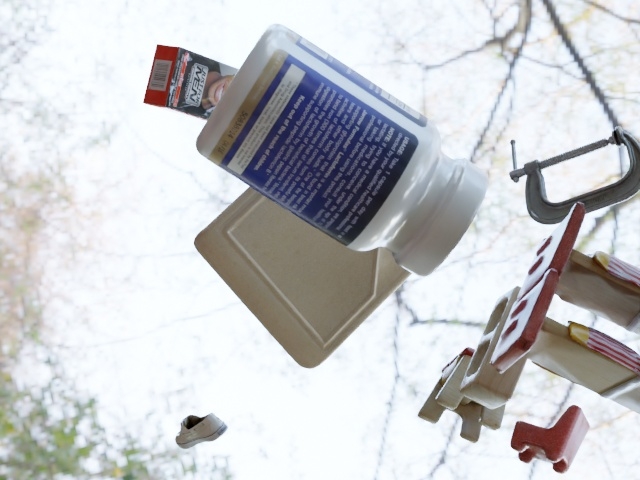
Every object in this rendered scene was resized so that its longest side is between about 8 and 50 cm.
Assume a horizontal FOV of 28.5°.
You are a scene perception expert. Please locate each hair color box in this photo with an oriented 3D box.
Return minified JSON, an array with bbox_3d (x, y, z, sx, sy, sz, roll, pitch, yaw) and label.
[{"bbox_3d":[-0.131,-0.172,1.442,0.043,0.141,0.072,14,-89,41],"label":"hair color box"}]

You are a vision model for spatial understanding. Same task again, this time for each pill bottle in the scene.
[{"bbox_3d":[0.024,-0.084,1.241,0.265,0.153,0.153,32,-49,-6],"label":"pill bottle"}]

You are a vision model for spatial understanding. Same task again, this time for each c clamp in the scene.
[{"bbox_3d":[0.278,-0.081,1.376,0.161,0.022,0.137,-15,-131,28],"label":"c clamp"}]

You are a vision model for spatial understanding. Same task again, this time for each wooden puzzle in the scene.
[{"bbox_3d":[0.000,0.000,1.503,0.221,0.239,0.044,50,-9,-17],"label":"wooden puzzle"}]

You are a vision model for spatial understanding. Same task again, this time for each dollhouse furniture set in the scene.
[{"bbox_3d":[0.262,0.126,1.305,0.201,0.152,0.374,27,-21,-1],"label":"dollhouse furniture set"}]

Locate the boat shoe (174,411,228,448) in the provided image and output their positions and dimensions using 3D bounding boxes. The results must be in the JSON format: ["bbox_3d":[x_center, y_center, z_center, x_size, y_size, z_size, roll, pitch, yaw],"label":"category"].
[{"bbox_3d":[-0.145,0.216,1.458,0.035,0.035,0.100,52,-33,-11],"label":"boat shoe"}]
